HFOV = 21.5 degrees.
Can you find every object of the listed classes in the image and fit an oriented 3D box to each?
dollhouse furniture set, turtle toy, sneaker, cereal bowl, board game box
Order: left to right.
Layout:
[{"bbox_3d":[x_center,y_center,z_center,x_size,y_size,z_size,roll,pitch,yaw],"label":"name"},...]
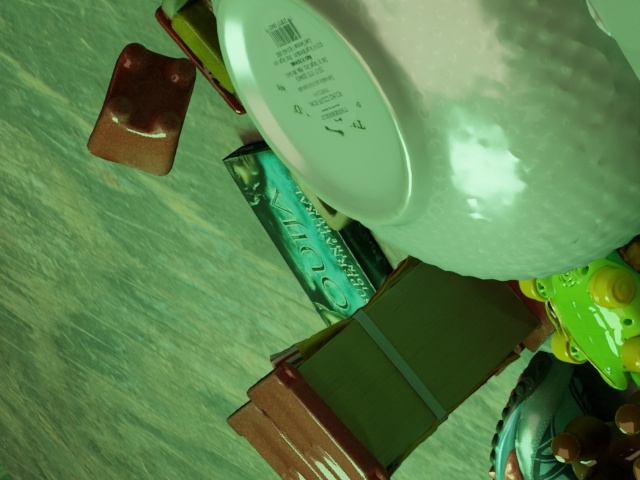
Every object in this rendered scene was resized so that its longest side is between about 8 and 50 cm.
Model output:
[{"bbox_3d":[-0.026,-0.005,1.203,0.374,0.201,0.152,50,156,5],"label":"dollhouse furniture set"},{"bbox_3d":[0.000,0.000,1.380,0.186,0.026,0.126,58,155,-12],"label":"board game box"},{"bbox_3d":[0.045,-0.110,0.939,0.339,0.141,0.339,42,155,24],"label":"cereal bowl"},{"bbox_3d":[0.208,0.180,1.198,0.125,0.104,0.262,9,138,35],"label":"sneaker"},{"bbox_3d":[0.189,0.048,1.049,0.095,0.066,0.130,5,129,59],"label":"turtle toy"}]

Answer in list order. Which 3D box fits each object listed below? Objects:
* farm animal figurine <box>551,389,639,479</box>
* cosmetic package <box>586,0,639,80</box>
[{"bbox_3d":[0.270,0.252,1.044,0.330,0.172,0.327,42,113,23],"label":"farm animal figurine"},{"bbox_3d":[0.199,-0.139,0.693,0.127,0.107,0.238,58,166,-7],"label":"cosmetic package"}]
